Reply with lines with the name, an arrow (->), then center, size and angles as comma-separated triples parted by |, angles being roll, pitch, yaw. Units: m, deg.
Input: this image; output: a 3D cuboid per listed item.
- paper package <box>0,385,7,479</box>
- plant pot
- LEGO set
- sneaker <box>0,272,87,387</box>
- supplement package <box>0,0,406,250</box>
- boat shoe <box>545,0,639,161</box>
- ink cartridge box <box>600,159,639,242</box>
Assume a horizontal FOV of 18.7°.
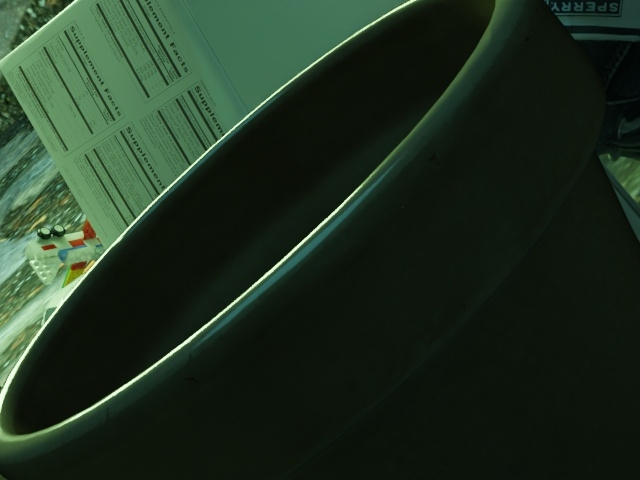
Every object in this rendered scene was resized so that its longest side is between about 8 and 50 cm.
paper package -> -0.359, 0.264, 1.360 | 0.309, 0.168, 0.325 | -30, 18, 41
plant pot -> 0.044, 0.063, 0.740 | 0.263, 0.229, 0.263 | -40, 15, 13
LEGO set -> -0.152, -0.003, 1.688 | 0.244, 0.060, 0.182 | -42, -31, -1
sneaker -> -0.150, 0.073, 1.525 | 0.153, 0.094, 0.235 | -26, 12, 25
supplement package -> -0.072, -0.132, 1.482 | 0.199, 0.198, 0.263 | -33, 4, -36
boat shoe -> 0.169, -0.095, 1.107 | 0.113, 0.105, 0.306 | 3, 6, 12
ink cartridge box -> 0.052, 0.041, 1.008 | 0.201, 0.117, 0.278 | -44, 14, -4
